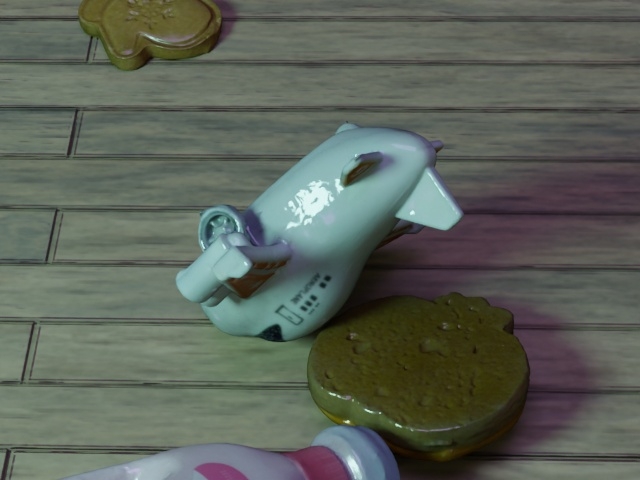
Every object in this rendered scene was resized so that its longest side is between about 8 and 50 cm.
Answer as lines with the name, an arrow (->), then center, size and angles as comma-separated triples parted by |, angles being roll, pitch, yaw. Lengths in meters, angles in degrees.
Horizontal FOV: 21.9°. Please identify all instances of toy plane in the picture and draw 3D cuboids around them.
toy plane -> 0.000, 0.000, 1.257 | 0.245, 0.244, 0.117 | -29, 76, -22

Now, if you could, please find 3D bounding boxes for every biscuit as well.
biscuit -> -0.165, -0.206, 1.567 | 0.140, 0.023, 0.118 | 13, 49, 13
biscuit -> 0.080, 0.103, 1.262 | 0.170, 0.050, 0.170 | -2, 38, 2

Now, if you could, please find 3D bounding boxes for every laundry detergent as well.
laundry detergent -> -0.097, 0.198, 1.098 | 0.335, 0.088, 0.159 | -13, 39, -35
